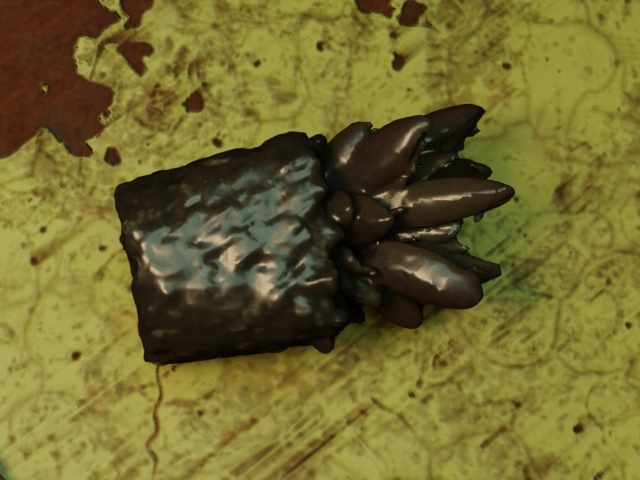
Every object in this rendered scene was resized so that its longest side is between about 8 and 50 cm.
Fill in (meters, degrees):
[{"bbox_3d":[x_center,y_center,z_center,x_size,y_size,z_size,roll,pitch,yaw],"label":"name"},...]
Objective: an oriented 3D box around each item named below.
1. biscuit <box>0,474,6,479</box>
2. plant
[{"bbox_3d":[-0.270,0.261,1.199,0.182,0.034,0.215,0,72,-8],"label":"biscuit"},{"bbox_3d":[0.000,0.000,1.257,0.320,0.194,0.182,-9,86,-6],"label":"plant"}]
